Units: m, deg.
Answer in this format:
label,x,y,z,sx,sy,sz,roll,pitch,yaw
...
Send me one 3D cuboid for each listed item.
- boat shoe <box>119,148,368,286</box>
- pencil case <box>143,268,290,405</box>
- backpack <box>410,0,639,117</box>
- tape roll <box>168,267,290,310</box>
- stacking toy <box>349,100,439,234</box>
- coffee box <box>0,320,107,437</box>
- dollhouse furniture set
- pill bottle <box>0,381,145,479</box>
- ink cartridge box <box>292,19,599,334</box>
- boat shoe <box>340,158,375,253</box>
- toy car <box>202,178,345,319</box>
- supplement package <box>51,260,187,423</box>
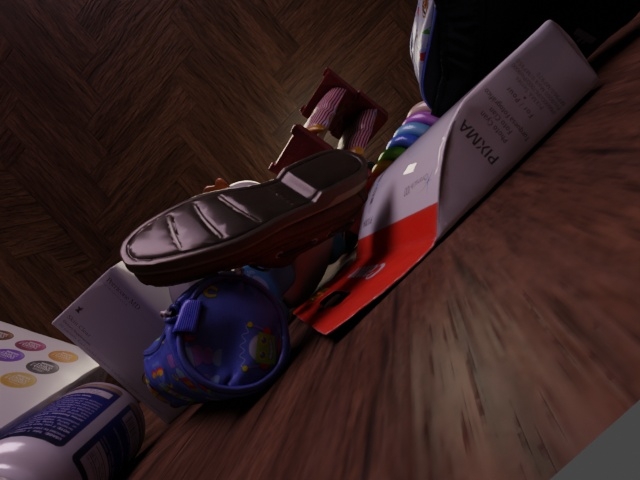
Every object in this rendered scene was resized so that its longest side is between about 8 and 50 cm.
label,x,y,z,sx,sy,sz,roll,pitch,yaw
boat shoe,-0.066,-0.008,0.490,0.307,0.111,0.104,-23,-45,-22
pencil case,-0.146,0.137,0.506,0.306,0.133,0.119,-41,27,55
backpack,0.248,-0.315,0.592,0.263,0.276,0.213,95,178,-52
tape roll,-0.158,0.078,0.749,0.072,0.219,0.219,-41,2,36
stacking toy,0.161,-0.136,0.819,0.330,0.141,0.141,-49,5,-25
coffee box,-0.633,0.351,0.683,0.334,0.337,0.338,-78,7,-87
dollhouse furniture set,-0.036,-0.122,0.838,0.374,0.152,0.201,-47,18,47
pill bottle,-0.358,0.307,0.541,0.153,0.153,0.265,-42,1,1
ink cartridge box,0.099,-0.054,0.525,0.385,0.091,0.308,-41,1,-11
boat shoe,0.079,-0.070,0.874,0.073,0.080,0.224,13,75,45
toy car,-0.100,-0.013,0.694,0.219,0.238,0.210,-47,-19,-36
supplement package,-0.301,0.159,0.771,0.145,0.262,0.204,-42,11,7
